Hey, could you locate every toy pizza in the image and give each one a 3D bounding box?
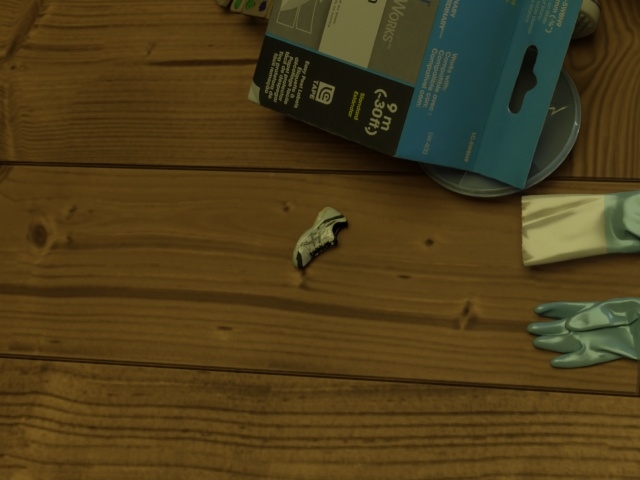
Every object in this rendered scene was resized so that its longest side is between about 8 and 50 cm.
[{"bbox_3d":[0.202,-0.137,1.854,0.201,0.032,0.201,-7,64,14],"label":"toy pizza"}]

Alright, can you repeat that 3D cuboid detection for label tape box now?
[{"bbox_3d":[0.100,-0.221,1.795,0.333,0.106,0.241,23,104,33],"label":"label tape box"}]

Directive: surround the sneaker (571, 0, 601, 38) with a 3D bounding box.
[{"bbox_3d":[0.220,-0.346,1.901,0.282,0.102,0.161,22,72,21],"label":"sneaker"}]

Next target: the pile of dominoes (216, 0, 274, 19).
[{"bbox_3d":[-0.065,-0.396,1.949,0.196,0.040,0.251,19,86,55],"label":"pile of dominoes"}]

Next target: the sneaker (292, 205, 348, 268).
[{"bbox_3d":[0.000,0.000,1.851,0.037,0.032,0.083,29,78,23],"label":"sneaker"}]

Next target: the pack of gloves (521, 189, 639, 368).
[{"bbox_3d":[0.339,0.043,1.754,0.232,0.046,0.195,-3,79,16],"label":"pack of gloves"}]
